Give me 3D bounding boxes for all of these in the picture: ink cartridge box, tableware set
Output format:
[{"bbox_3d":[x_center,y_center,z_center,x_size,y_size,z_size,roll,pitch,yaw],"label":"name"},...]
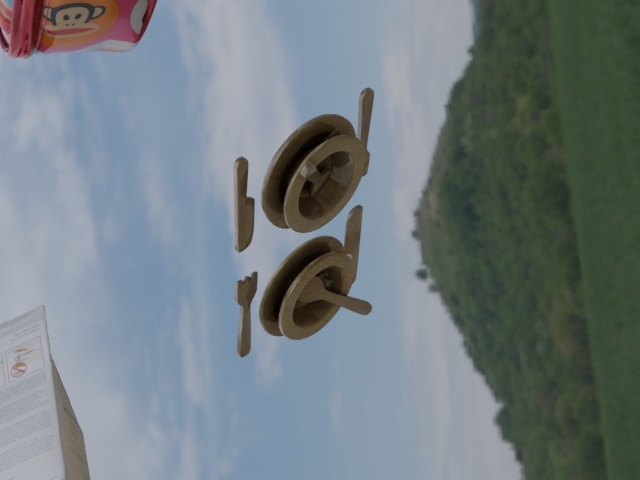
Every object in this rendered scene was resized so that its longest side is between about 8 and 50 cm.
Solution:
[{"bbox_3d":[-0.317,0.185,1.090,0.225,0.181,0.056,-112,-2,-48],"label":"ink cartridge box"},{"bbox_3d":[0.000,0.000,0.815,0.128,0.039,0.194,-33,-37,-33],"label":"tableware set"}]

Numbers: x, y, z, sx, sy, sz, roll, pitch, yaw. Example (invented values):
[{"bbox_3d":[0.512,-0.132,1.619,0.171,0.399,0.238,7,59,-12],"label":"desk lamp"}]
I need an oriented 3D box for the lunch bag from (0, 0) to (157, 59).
[{"bbox_3d":[-0.185,-0.276,0.787,0.258,0.120,0.293,118,138,-57],"label":"lunch bag"}]
